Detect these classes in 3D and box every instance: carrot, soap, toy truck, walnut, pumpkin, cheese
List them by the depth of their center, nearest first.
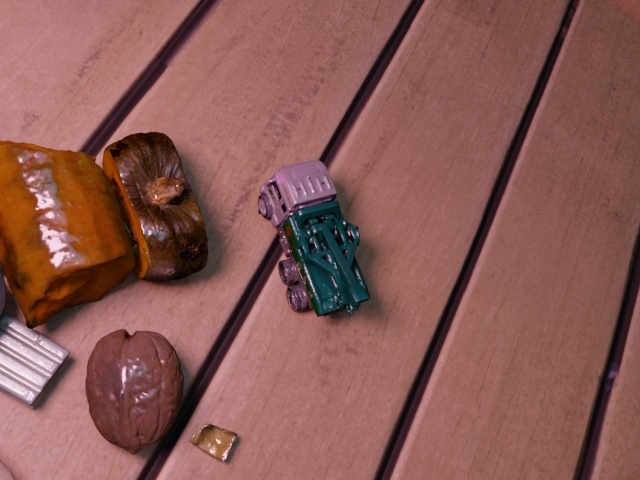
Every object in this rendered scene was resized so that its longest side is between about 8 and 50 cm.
[{"bbox_3d":[-0.582,0.208,1.303,0.198,0.066,0.119,33,60,-5],"label":"soap"},{"bbox_3d":[-0.344,0.280,1.313,0.178,0.178,0.230,2,81,-20],"label":"walnut"},{"bbox_3d":[-0.497,-0.027,1.334,0.242,0.241,0.340,-18,80,-25],"label":"carrot"},{"bbox_3d":[-0.214,0.388,1.384,0.084,0.041,0.060,33,69,-18],"label":"cheese"},{"bbox_3d":[-0.334,-0.076,1.420,0.139,0.222,0.316,-12,73,-28],"label":"pumpkin"},{"bbox_3d":[-0.003,0.001,1.542,0.177,0.178,0.363,-15,73,-25],"label":"toy truck"}]

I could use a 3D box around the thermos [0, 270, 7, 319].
[{"bbox_3d":[-0.707,0.117,1.215,0.287,0.145,0.182,-8,61,10],"label":"thermos"}]

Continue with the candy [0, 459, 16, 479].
[{"bbox_3d":[-0.682,0.416,1.081,0.427,0.186,0.385,21,47,-25],"label":"candy"}]
